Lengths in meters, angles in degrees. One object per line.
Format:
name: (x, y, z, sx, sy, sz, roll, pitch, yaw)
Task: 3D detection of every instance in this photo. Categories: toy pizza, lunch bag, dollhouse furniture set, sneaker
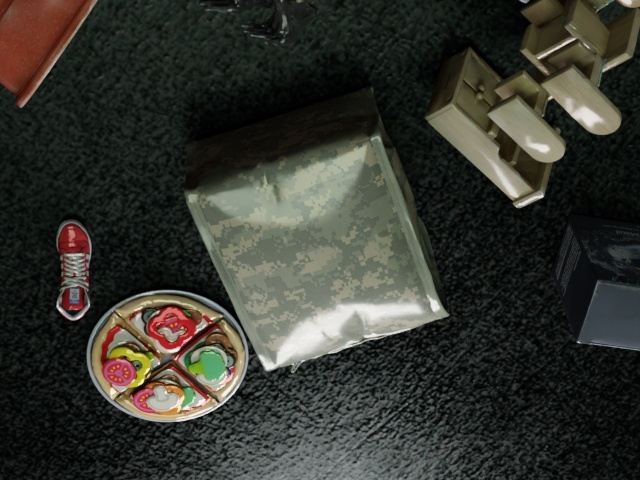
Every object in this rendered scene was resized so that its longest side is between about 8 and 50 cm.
toy pizza: (-0.190, 0.150, 2.087, 0.201, 0.032, 0.201, -2, 121, -3)
lunch bag: (0.000, 0.000, 1.934, 0.235, 0.169, 0.287, -18, 116, 6)
dollhouse furniture set: (0.263, -0.163, 1.838, 0.161, 0.212, 0.242, 41, 137, -23)
sneaker: (-0.293, 0.038, 1.991, 0.042, 0.067, 0.118, -2, 121, -4)

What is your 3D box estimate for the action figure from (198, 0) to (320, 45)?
action figure: (-0.042, -0.337, 1.732, 0.141, 0.164, 0.275, -20, 140, -41)

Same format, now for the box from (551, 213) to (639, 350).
box: (0.374, 0.053, 2.001, 0.156, 0.158, 0.093, 8, 120, -10)

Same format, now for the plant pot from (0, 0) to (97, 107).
plant pot: (-0.336, -0.319, 1.675, 0.265, 0.272, 0.272, 34, 113, -13)

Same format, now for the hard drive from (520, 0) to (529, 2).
hard drive: (0.194, -0.439, 1.744, 0.237, 0.064, 0.339, 22, 116, -17)
